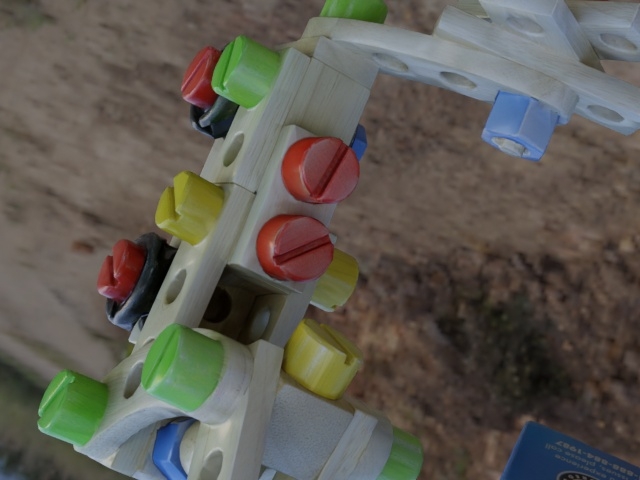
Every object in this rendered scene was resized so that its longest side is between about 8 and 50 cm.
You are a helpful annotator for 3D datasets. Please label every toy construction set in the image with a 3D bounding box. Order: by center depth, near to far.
[{"bbox_3d":[0.000,0.000,0.610,0.151,0.327,0.215,42,164,-21],"label":"toy construction set"}]

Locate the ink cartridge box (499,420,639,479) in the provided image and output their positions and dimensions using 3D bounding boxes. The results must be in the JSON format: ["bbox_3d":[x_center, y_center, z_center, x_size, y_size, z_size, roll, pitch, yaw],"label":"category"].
[{"bbox_3d":[0.087,0.161,0.417,0.134,0.078,0.231,23,-152,11],"label":"ink cartridge box"}]
